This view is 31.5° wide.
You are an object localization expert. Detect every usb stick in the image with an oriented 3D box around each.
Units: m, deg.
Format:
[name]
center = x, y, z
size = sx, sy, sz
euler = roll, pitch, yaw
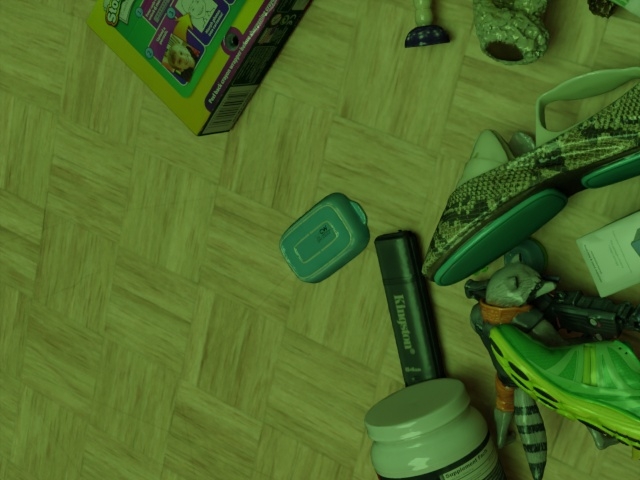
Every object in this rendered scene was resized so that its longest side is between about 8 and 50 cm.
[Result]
[usb stick]
center = 0.148, 0.119, 1.857
size = 0.077, 0.045, 0.278
euler = -9, 97, 33

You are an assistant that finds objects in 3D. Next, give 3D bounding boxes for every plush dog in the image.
[plush dog]
center = 0.309, -0.406, 1.580
size = 0.225, 0.210, 0.262
euler = -13, 122, 20

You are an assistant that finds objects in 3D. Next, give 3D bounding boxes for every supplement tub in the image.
[supplement tub]
center = 0.192, 0.375, 1.781
size = 0.191, 0.191, 0.272
euler = -15, 101, 34

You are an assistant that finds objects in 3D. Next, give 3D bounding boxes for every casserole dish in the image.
[casserole dish]
center = 0.000, 0.000, 1.930
size = 0.188, 0.037, 0.114
euler = -38, 80, 32

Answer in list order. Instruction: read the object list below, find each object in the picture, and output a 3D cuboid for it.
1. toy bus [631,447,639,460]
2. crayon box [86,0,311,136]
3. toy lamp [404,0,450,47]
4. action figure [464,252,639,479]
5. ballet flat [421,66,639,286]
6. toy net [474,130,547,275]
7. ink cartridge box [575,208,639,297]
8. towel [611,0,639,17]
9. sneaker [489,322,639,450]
[toy bus]
center = 0.550, 0.221, 1.577
size = 0.220, 0.149, 0.211
euler = -5, 85, 36
[crayon box]
center = -0.198, -0.416, 1.918
size = 0.313, 0.106, 0.363
euler = 46, 120, 17
[toy lamp]
center = 0.148, -0.432, 1.710
size = 0.080, 0.080, 0.274
euler = -3, 100, 33
[action figure]
center = 0.340, 0.175, 1.659
size = 0.341, 0.178, 0.330
euler = 0, 120, 46
[ballet flat]
center = 0.332, -0.117, 1.600
size = 0.483, 0.164, 0.182
euler = -30, 69, 18
[toy net]
center = 0.289, -0.054, 1.731
size = 0.122, 0.045, 0.232
euler = 12, 105, 34
[ink cartridge box]
center = 0.481, -0.013, 1.548
size = 0.212, 0.154, 0.093
euler = -25, 86, 35
[towel]
center = 0.469, -0.392, 1.449
size = 0.325, 0.038, 0.248
euler = 29, 118, -9
[sneaker]
center = 0.371, 0.186, 1.560
size = 0.295, 0.109, 0.123
euler = 26, 74, 14
